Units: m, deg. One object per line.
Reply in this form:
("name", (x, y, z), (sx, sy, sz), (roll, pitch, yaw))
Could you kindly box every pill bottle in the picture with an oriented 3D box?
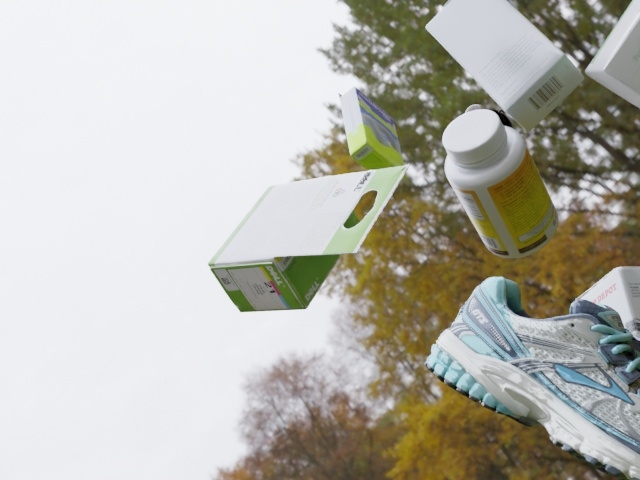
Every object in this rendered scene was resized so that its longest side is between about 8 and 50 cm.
("pill bottle", (0.253, -0.081, 1.235), (0.117, 0.117, 0.215), (-37, -53, -1))

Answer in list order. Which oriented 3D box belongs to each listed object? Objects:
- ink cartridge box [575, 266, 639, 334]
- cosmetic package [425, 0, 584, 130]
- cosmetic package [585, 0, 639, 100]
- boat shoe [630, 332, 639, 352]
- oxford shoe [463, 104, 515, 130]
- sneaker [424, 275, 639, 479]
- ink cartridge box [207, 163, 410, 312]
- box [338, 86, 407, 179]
("ink cartridge box", (0.595, 0.207, 1.632), (0.114, 0.273, 0.197), (-1, -25, -12))
("cosmetic package", (0.273, -0.285, 1.307), (0.117, 0.231, 0.085), (-43, -38, 16))
("cosmetic package", (0.435, -0.239, 1.014), (0.197, 0.155, 0.365), (-58, -7, 15))
("boat shoe", (0.327, 0.172, 0.800), (0.108, 0.102, 0.301), (-49, 7, 22))
("oxford shoe", (0.312, -0.204, 1.567), (0.082, 0.227, 0.096), (-9, -57, -5))
("sneaker", (0.221, 0.112, 0.691), (0.110, 0.283, 0.122), (29, -93, -57))
("ink cartridge box", (0.000, 0.000, 1.193), (0.097, 0.255, 0.189), (60, -135, -28))
("box", (0.086, -0.180, 1.458), (0.042, 0.178, 0.109), (-36, -52, 26))
